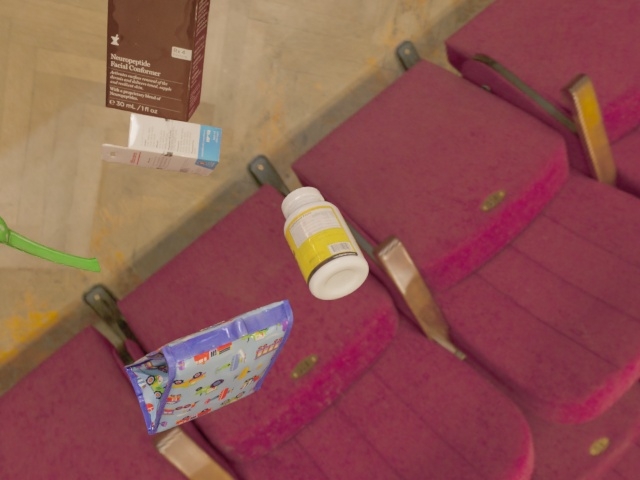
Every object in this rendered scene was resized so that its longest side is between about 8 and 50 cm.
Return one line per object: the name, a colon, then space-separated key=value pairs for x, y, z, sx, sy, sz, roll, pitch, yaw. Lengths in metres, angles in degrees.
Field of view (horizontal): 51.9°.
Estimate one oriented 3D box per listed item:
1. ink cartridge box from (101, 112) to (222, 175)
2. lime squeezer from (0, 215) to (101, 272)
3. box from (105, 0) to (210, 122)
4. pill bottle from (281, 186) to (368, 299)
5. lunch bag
ink cartridge box: x=-0.260 y=-0.157 z=1.072 sx=0.180 sy=0.104 sz=0.060 roll=7 pitch=80 yaw=-19
lime squeezer: x=-0.373 y=0.030 z=0.658 sx=0.310 sy=0.059 sz=0.110 roll=-27 pitch=128 yaw=-47
box: x=-0.346 y=-0.462 z=1.417 sx=0.191 sy=0.143 sz=0.381 roll=11 pitch=121 yaw=-2
pill bottle: x=0.000 y=0.000 z=1.096 sx=0.103 sy=0.184 sz=0.103 roll=-17 pitch=143 yaw=-13
lunch bag: x=-0.177 y=0.196 z=1.095 sx=0.221 sy=0.138 sz=0.293 roll=-17 pitch=164 yaw=-32
